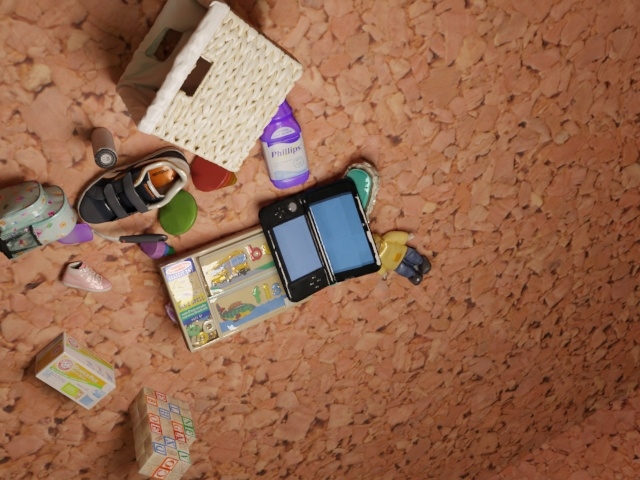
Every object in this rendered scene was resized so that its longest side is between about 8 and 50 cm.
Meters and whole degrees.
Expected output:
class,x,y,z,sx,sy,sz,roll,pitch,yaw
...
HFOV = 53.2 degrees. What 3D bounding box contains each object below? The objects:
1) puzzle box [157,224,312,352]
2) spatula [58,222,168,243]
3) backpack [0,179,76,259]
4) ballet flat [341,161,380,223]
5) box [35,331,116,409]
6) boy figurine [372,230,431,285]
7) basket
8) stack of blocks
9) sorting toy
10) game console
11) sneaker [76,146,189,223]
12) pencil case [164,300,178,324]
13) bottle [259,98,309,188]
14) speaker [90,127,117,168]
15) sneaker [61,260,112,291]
class,x,y,z,sx,sy,sz,roll,pitch,yaw
puzzle box,-0.238,0.121,1.862,0.408,0.052,0.272,-23,107,-23
spatula,-0.558,-0.010,1.713,0.296,0.030,0.084,4,145,-3
backpack,-0.713,-0.064,1.587,0.188,0.166,0.144,-17,131,-16
ballet flat,0.093,-0.047,1.948,0.146,0.147,0.409,10,113,-26
box,-0.713,0.380,1.865,0.114,0.103,0.203,-41,124,3
boy figurine,0.235,0.040,2.077,0.285,0.092,0.177,29,106,-35
basket,-0.269,-0.389,1.504,0.266,0.331,0.328,27,104,-37
stack of blocks,-0.478,0.598,1.962,0.171,0.297,0.087,31,102,-31
sorting toy,-0.349,-0.086,1.783,0.365,0.127,0.126,-50,153,12
game console,0.000,0.000,1.835,0.250,0.173,0.293,-25,98,-39
sneaker,-0.491,-0.132,1.668,0.321,0.127,0.126,-32,125,-2
pencil case,-0.365,0.169,1.909,0.206,0.086,0.088,-34,157,-1
bottle,-0.108,-0.285,1.757,0.118,0.092,0.283,-18,122,-11
speaker,-0.539,-0.231,1.586,0.055,0.136,0.055,-12,125,-17
sneaker,-0.642,0.099,1.772,0.134,0.051,0.070,13,116,-23
